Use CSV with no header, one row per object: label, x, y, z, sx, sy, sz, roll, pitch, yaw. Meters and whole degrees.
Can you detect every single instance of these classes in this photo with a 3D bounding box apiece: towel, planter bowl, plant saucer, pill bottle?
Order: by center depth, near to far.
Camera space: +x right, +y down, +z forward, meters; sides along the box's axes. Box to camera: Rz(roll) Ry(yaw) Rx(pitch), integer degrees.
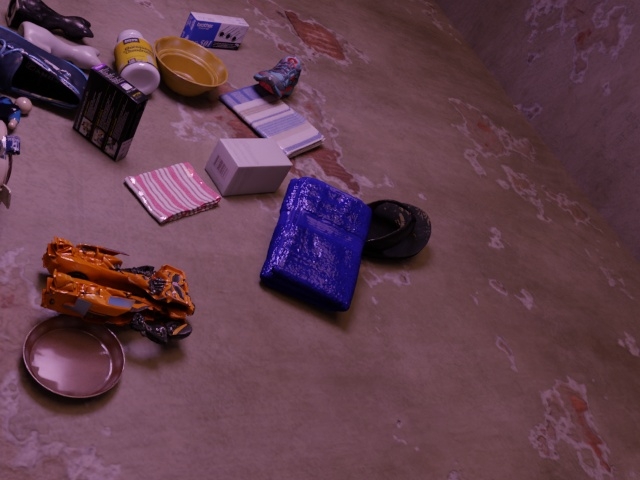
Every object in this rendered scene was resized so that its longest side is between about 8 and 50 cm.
plant saucer,-0.420,0.201,1.172,0.169,0.029,0.168,23,36,-18
towel,-0.340,-0.117,1.602,0.144,0.029,0.197,46,37,15
towel,0.000,0.000,1.624,0.228,0.076,0.308,22,55,-9
pill bottle,-0.490,-0.476,1.824,0.103,0.103,0.184,7,44,-34
planter bowl,-0.374,-0.466,1.918,0.217,0.090,0.217,22,37,-18
towel,-0.140,-0.356,2.037,0.285,0.034,0.209,42,38,12

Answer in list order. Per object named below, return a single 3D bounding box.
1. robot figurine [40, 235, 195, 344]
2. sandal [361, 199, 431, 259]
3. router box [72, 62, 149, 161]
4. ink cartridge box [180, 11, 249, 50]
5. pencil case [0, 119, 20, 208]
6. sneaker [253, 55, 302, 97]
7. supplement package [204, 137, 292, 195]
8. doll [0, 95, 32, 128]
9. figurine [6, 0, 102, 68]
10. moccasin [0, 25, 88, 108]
robot figurine,-0.362,0.091,1.278,0.291,0.085,0.211,16,29,-31
sandal,0.139,-0.037,1.797,0.446,0.107,0.167,-2,67,-35
router box,-0.476,-0.287,1.554,0.133,0.179,0.046,38,37,3
ink cartridge box,-0.332,-0.656,2.166,0.207,0.097,0.046,-11,56,-45
pencil case,-0.751,-0.153,1.192,0.410,0.159,0.183,3,32,-37
sneaker,-0.121,-0.516,2.105,0.104,0.125,0.262,36,17,-2
supplement package,-0.181,-0.188,1.747,0.179,0.105,0.105,-8,53,-44
doll,-0.700,-0.279,1.474,0.129,0.046,0.189,35,28,16
figurine,-0.668,-0.522,1.752,0.210,0.092,0.214,6,45,-40
moccasin,-0.683,-0.396,1.539,0.342,0.137,0.116,14,31,-27
